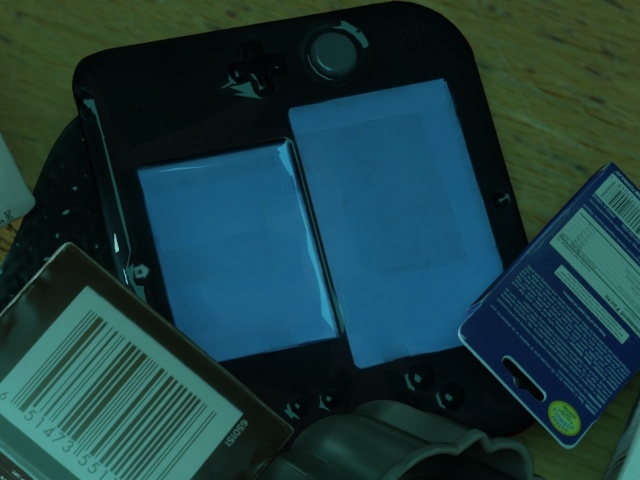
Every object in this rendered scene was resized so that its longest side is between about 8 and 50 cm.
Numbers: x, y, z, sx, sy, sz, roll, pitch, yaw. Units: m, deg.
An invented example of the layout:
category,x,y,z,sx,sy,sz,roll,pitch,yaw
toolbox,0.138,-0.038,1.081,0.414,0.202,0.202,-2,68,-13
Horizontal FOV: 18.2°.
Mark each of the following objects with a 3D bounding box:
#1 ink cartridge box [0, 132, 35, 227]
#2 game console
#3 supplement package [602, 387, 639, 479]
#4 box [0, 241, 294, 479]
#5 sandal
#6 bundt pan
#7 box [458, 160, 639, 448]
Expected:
category,x,y,z,sx,sy,sz,roll,pitch,yaw
ink cartridge box,-0.355,-0.143,1.612,0.115,0.198,0.273,-29,61,-8
game console,0.000,0.000,1.642,0.342,0.060,0.386,-10,75,-19
supplement package,0.322,0.213,1.581,0.194,0.149,0.203,24,77,6
box,-0.166,0.155,1.370,0.191,0.381,0.143,40,70,1
sandal,-0.224,0.092,1.648,0.167,0.107,0.445,26,65,7
bundt pan,0.019,0.262,1.504,0.124,0.331,0.331,31,76,37
box,0.215,0.055,1.636,0.136,0.036,0.225,47,61,-1
